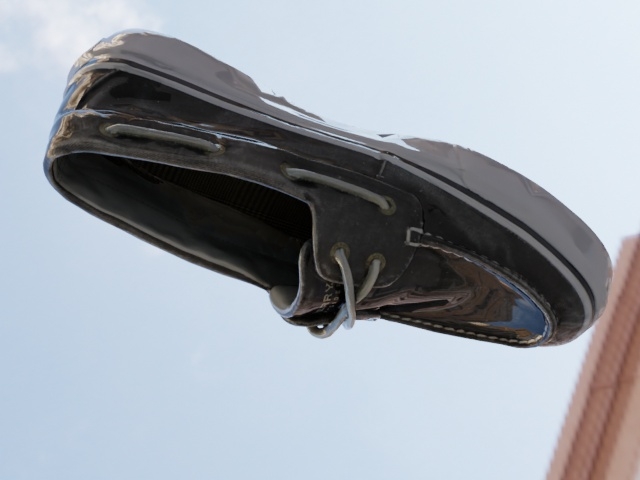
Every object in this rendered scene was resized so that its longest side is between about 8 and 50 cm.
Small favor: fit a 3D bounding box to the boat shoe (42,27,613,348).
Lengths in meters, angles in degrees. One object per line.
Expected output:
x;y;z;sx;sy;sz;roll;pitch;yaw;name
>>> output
0.000;0.000;0.839;0.335;0.121;0.119;21;-132;-2;boat shoe
